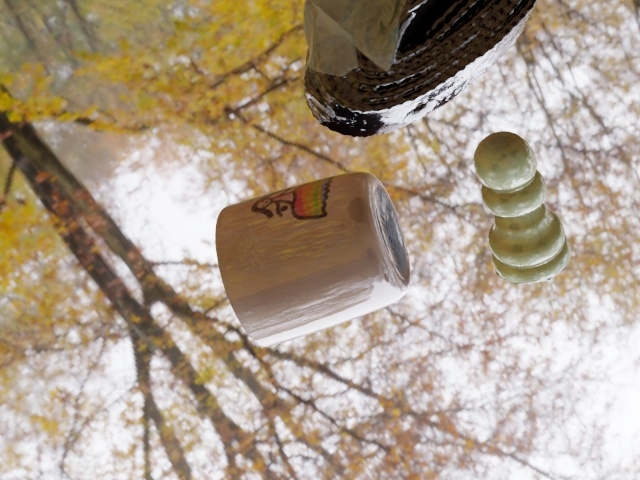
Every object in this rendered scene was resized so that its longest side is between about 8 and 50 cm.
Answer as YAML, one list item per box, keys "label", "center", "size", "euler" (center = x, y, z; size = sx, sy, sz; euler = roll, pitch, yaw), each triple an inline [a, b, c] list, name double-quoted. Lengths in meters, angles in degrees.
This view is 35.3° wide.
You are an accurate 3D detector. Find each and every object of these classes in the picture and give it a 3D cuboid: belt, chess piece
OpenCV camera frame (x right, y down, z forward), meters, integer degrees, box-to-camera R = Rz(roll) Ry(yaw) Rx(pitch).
- label: "belt"
  center: [0.101, -0.238, 1.059]
  size: [0.289, 0.184, 0.164]
  euler: [-41, 176, -9]
- label: "chess piece"
  center: [0.310, -0.063, 1.588]
  size: [0.133, 0.243, 0.133]
  euler: [-15, -146, 11]

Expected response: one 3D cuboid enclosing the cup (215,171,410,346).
- label: "cup"
  center: [0.000, 0.000, 1.306]
  size: [0.200, 0.192, 0.253]
  euler: [-18, -149, 16]
